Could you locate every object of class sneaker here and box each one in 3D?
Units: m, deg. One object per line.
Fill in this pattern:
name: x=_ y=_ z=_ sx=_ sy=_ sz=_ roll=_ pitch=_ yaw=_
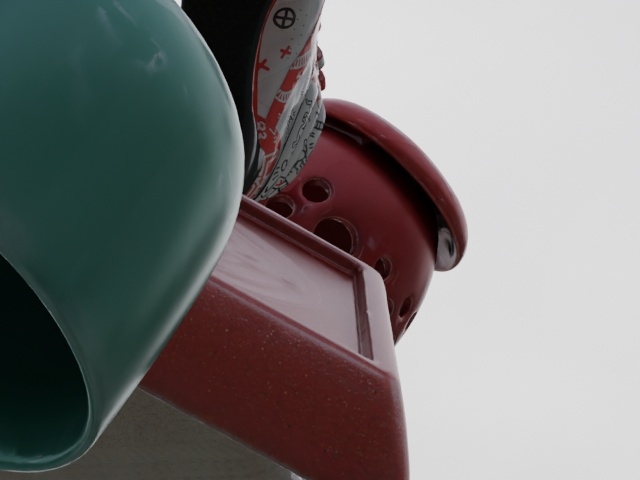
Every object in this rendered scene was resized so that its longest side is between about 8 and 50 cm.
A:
sneaker: x=-0.034 y=-0.150 z=1.205 sx=0.090 sy=0.145 sz=0.270 roll=16 pitch=-88 yaw=13

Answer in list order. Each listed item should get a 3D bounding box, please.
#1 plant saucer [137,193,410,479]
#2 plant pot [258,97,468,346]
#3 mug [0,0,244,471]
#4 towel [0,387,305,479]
plant saucer: x=-0.068 y=0.004 z=0.801 sx=0.258 sy=0.259 sz=0.047 roll=29 pitch=-80 yaw=-6
plant pot: x=0.000 y=0.000 z=1.373 sx=0.174 sy=0.191 sz=0.191 roll=-46 pitch=-43 yaw=-17
mug: x=-0.095 y=-0.024 z=0.455 sx=0.158 sy=0.097 sz=0.129 roll=11 pitch=-39 yaw=30
towel: x=-0.121 y=0.143 z=1.120 sx=0.282 sy=0.049 sz=0.187 roll=-8 pitch=-69 yaw=37
